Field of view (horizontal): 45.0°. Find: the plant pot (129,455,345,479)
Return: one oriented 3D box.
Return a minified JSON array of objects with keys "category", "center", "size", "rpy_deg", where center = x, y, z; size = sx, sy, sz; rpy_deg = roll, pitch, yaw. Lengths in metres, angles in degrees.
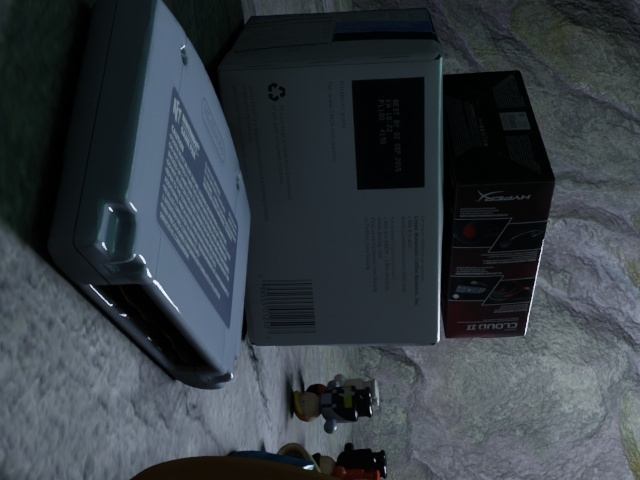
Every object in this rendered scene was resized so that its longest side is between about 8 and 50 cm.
[{"category":"plant pot","center":[-0.025,0.277,0.363],"size":[0.203,0.290,0.291],"rpy_deg":[-59,152,-47]}]

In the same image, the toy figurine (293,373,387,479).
[{"category":"toy figurine","center":[0.028,0.340,1.325],"size":[0.213,0.148,0.210],"rpy_deg":[3,80,-81]}]

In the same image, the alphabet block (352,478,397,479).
[{"category":"alphabet block","center":[0.115,0.463,1.127],"size":[0.193,0.197,0.193],"rpy_deg":[125,-33,-58]}]

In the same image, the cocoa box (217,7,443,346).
[{"category":"cocoa box","center":[0.025,-0.078,0.918],"size":[0.228,0.231,0.347],"rpy_deg":[-83,170,-61]}]

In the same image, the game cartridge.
[{"category":"game cartridge","center":[-0.106,-0.023,0.566],"size":[0.297,0.062,0.198],"rpy_deg":[76,11,-63]}]

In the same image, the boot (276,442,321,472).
[{"category":"boot","center":[-0.022,0.421,1.003],"size":[0.262,0.095,0.204],"rpy_deg":[-93,179,-48]}]

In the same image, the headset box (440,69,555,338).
[{"category":"headset box","center":[0.203,-0.031,0.978],"size":[0.293,0.110,0.218],"rpy_deg":[84,4,-45]}]

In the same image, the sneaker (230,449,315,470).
[{"category":"sneaker","center":[-0.064,0.277,0.789],"size":[0.228,0.087,0.092],"rpy_deg":[-3,99,-76]}]
